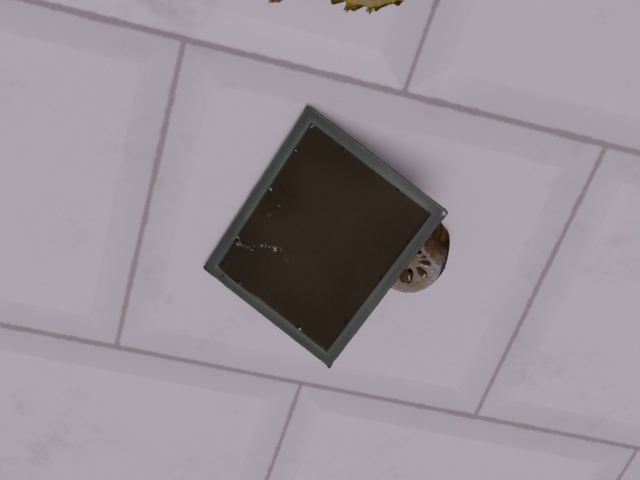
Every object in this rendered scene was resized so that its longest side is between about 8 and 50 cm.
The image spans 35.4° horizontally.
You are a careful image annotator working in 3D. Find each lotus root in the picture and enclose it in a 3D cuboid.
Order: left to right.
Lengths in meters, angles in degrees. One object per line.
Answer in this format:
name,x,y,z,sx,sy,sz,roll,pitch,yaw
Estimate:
lotus root,0.115,0.014,1.376,0.112,0.081,0.122,-28,120,24

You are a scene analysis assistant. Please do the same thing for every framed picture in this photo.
framed picture,0.000,0.000,1.342,0.231,0.018,0.293,38,116,5

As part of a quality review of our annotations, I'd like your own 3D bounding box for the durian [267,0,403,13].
durian,0.035,-0.326,1.140,0.224,0.078,0.140,-23,133,-6
